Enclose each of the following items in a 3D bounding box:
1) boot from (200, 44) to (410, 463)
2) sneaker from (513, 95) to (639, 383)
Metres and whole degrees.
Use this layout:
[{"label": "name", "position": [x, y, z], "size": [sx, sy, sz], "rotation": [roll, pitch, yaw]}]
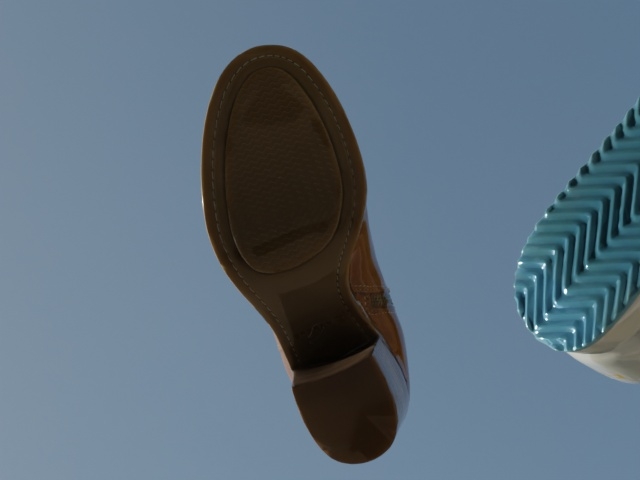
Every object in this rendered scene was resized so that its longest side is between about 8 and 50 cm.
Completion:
[{"label": "boot", "position": [0.000, 0.000, 1.180], "size": [0.109, 0.220, 0.283], "rotation": [-21, -82, 6]}, {"label": "sneaker", "position": [0.183, -0.035, 0.706], "size": [0.229, 0.087, 0.092], "rotation": [-46, -45, 17]}]
